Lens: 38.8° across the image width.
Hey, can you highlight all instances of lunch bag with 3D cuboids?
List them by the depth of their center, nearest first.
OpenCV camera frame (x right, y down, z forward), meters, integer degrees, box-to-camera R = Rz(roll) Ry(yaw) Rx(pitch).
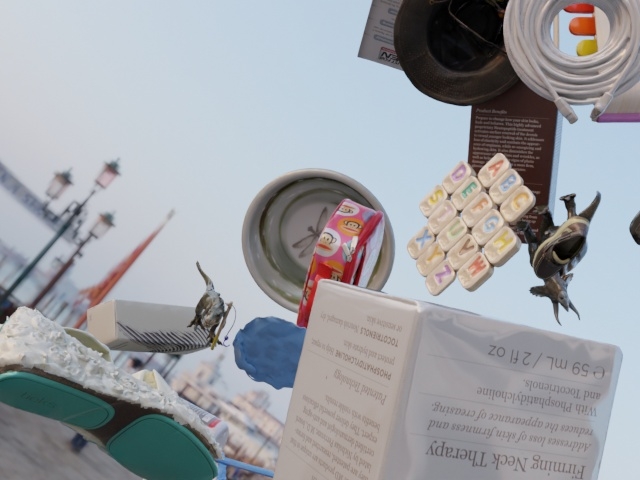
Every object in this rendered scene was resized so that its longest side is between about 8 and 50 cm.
[{"bbox_3d":[0.032,0.079,1.956,0.120,0.258,0.293,21,-58,11],"label":"lunch bag"}]

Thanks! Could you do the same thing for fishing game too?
[{"bbox_3d":[-0.086,0.224,1.832,0.264,0.041,0.189,20,-56,0],"label":"fishing game"}]

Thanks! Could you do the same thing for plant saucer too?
[{"bbox_3d":[0.000,0.000,2.345,0.400,0.400,0.100,38,22,-1],"label":"plant saucer"}]

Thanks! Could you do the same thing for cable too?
[{"bbox_3d":[0.438,-0.353,1.518,0.257,0.257,0.089,48,12,9],"label":"cable"}]

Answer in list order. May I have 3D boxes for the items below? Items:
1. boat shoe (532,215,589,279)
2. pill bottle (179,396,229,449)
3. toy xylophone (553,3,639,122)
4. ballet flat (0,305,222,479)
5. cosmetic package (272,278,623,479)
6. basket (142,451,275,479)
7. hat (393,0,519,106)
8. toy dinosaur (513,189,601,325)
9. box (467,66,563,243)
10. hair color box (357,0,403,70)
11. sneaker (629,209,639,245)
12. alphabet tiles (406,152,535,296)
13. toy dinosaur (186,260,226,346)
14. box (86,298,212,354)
[{"bbox_3d":[0.419,0.021,1.597,0.056,0.049,0.152,22,-47,-2],"label":"boat shoe"},{"bbox_3d":[-0.399,0.492,2.401,0.283,0.161,0.161,25,-16,14],"label":"pill bottle"},{"bbox_3d":[0.560,-0.392,1.791,0.236,0.322,0.081,8,-14,0],"label":"toy xylophone"},{"bbox_3d":[-0.283,0.214,1.267,0.147,0.147,0.409,22,-15,50],"label":"ballet flat"},{"bbox_3d":[0.156,0.287,1.263,0.329,0.393,0.327,13,-2,-23],"label":"cosmetic package"},{"bbox_3d":[-0.239,0.558,1.899,0.289,0.255,0.201,26,7,-7],"label":"basket"},{"bbox_3d":[0.314,-0.450,1.957,0.331,0.331,0.134,37,6,2],"label":"hat"},{"bbox_3d":[0.471,0.009,1.793,0.121,0.313,0.160,-2,-56,34],"label":"toy dinosaur"},{"bbox_3d":[0.430,-0.190,2.022,0.191,0.381,0.143,8,14,20],"label":"box"},{"bbox_3d":[0.226,-0.590,2.193,0.185,0.113,0.374,19,-42,2],"label":"hair color box"},{"bbox_3d":[0.516,-0.013,1.255,0.234,0.078,0.106,13,-44,-30],"label":"sneaker"},{"bbox_3d":[0.286,-0.033,1.784,0.021,0.278,0.284,31,24,-35],"label":"alphabet tiles"},{"bbox_3d":[-0.233,0.145,1.882,0.064,0.118,0.268,5,18,-18],"label":"toy dinosaur"},{"bbox_3d":[-0.378,0.197,2.041,0.113,0.094,0.275,-22,-22,40],"label":"box"}]
